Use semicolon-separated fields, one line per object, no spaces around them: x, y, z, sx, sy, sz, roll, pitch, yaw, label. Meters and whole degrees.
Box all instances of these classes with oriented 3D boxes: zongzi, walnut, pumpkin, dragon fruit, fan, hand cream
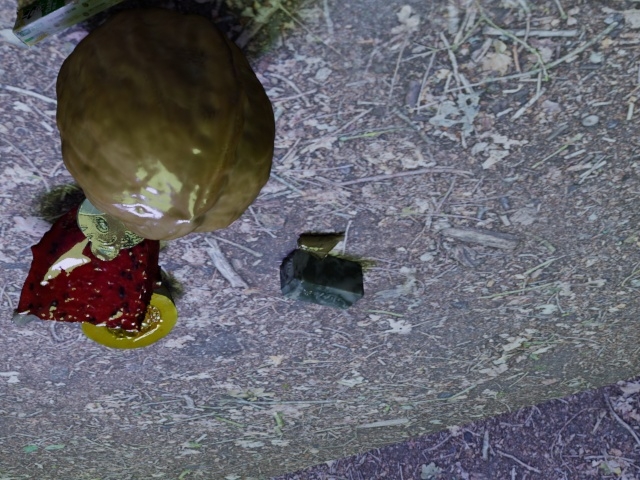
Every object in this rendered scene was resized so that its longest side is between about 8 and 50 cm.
0.000;0.000;1.797;0.076;0.040;0.083;28;126;-33;zongzi
-0.215;-0.157;1.189;0.306;0.344;0.306;-12;140;-10;walnut
-0.440;0.152;1.951;0.217;0.110;0.217;-6;138;-5;pumpkin
-0.383;0.033;1.645;0.302;0.240;0.330;-17;142;-60;dragon fruit
-0.388;-0.077;1.525;0.152;0.008;0.227;-27;116;-2;fan
-0.673;0.169;2.019;0.165;0.037;0.057;-20;147;12;hand cream

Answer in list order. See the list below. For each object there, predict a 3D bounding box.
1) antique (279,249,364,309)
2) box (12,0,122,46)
-0.001;0.088;1.896;0.183;0.086;0.088;14;145;-28;antique
-0.337;-0.331;1.162;0.207;0.050;0.041;-18;146;22;box
